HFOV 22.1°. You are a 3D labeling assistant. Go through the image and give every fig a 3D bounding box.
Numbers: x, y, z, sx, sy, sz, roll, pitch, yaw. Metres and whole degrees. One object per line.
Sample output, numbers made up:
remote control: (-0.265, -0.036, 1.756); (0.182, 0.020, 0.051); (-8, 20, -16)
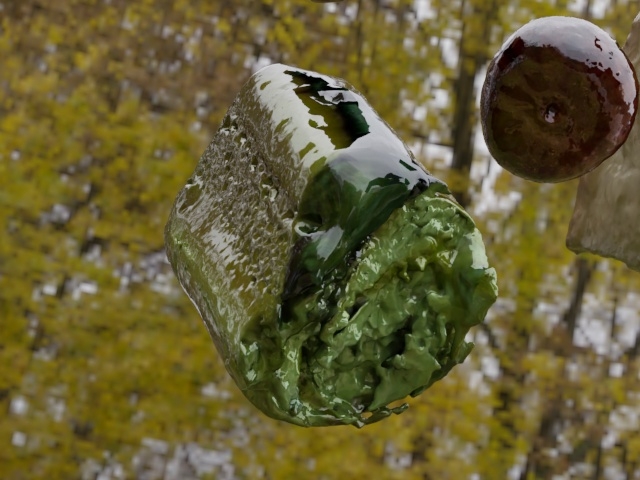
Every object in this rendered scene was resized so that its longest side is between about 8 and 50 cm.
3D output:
fig: (0.231, -0.153, 1.587); (0.148, 0.202, 0.149); (12, -39, -5)

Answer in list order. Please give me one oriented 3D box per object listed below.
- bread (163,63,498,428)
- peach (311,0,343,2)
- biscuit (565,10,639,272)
bread: (0.000, 0.000, 1.444); (0.208, 0.251, 0.376); (31, 9, -27)
peach: (0.031, -0.306, 1.590); (0.152, 0.152, 0.152); (9, -21, 3)
biscuit: (0.458, -0.137, 1.934); (0.104, 0.446, 0.429); (11, 12, -22)
